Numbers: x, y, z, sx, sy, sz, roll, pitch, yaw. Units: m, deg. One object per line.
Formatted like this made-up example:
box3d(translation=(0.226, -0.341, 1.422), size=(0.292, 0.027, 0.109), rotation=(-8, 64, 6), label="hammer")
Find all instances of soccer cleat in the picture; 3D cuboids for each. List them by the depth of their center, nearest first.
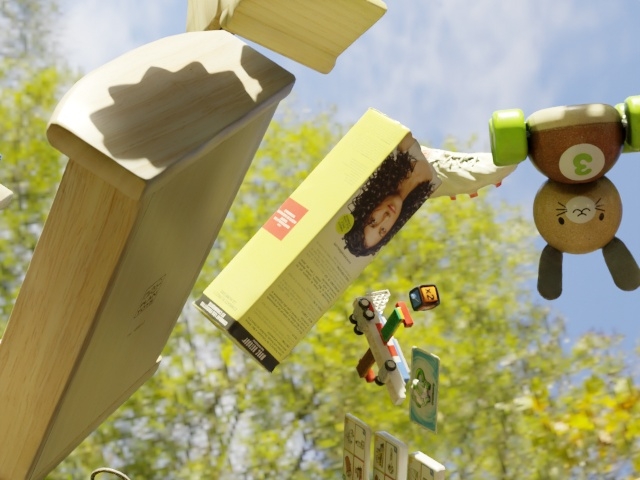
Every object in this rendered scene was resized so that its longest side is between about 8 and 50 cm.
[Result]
box3d(translation=(0.161, -0.092, 1.644), size=(0.196, 0.068, 0.076), rotation=(-11, -72, 31), label="soccer cleat")

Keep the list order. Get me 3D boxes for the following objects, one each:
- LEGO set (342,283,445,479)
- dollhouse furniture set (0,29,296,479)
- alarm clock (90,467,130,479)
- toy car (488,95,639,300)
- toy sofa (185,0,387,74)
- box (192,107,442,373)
box3d(translation=(0.086, 0.153, 1.258), size=(0.182, 0.060, 0.244), rotation=(20, -69, 60), label="LEGO set")
box3d(translation=(-0.219, -0.037, 0.547), size=(0.303, 0.286, 0.198), rotation=(33, -57, 8), label="dollhouse furniture set")
box3d(translation=(-0.176, 0.260, 1.064), size=(0.129, 0.064, 0.192), rotation=(18, -52, 13), label="alarm clock")
box3d(translation=(0.253, -0.038, 1.226), size=(0.149, 0.155, 0.188), rotation=(-13, 97, -84), label="toy car")
box3d(translation=(-0.055, -0.365, 1.447), size=(0.177, 0.150, 0.362), rotation=(-38, -133, 37), label="toy sofa")
box3d(translation=(0.000, 0.000, 1.085), size=(0.232, 0.087, 0.058), rotation=(-48, -131, -6), label="box")
